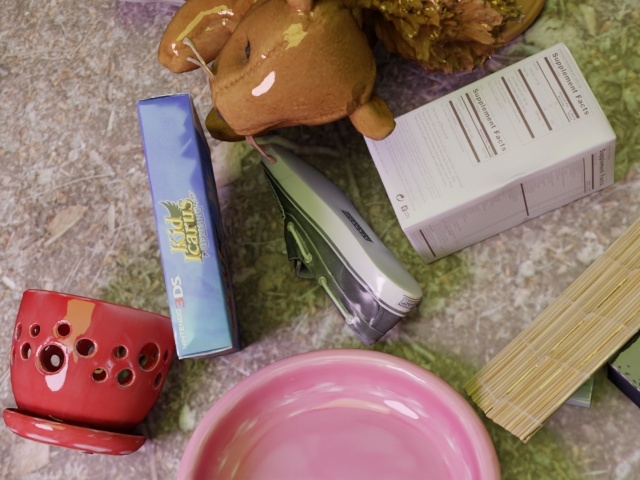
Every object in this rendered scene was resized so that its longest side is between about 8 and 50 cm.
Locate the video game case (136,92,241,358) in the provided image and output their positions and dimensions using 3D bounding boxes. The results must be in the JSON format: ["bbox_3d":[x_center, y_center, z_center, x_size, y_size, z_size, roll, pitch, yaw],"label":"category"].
[{"bbox_3d":[-0.141,-0.002,0.977,0.061,0.244,0.269,-10,83,-3],"label":"video game case"}]

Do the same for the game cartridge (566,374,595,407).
[{"bbox_3d":[0.275,0.139,0.946,0.056,0.017,0.083,6,73,24],"label":"game cartridge"}]

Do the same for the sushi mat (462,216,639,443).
[{"bbox_3d":[0.291,0.078,0.908,0.316,0.151,0.019,-44,109,-1],"label":"sushi mat"}]

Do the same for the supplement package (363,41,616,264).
[{"bbox_3d":[0.196,-0.094,0.988,0.244,0.139,0.133,-24,66,8],"label":"supplement package"}]

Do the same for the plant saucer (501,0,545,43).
[{"bbox_3d":[0.195,-0.338,1.120,0.200,0.037,0.199,-6,69,18],"label":"plant saucer"}]

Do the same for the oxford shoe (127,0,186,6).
[{"bbox_3d":[-0.147,-0.385,1.223,0.450,0.130,0.169,10,45,8],"label":"oxford shoe"}]

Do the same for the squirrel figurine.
[{"bbox_3d":[0.013,-0.256,0.954,0.397,0.281,0.370,-25,23,0],"label":"squirrel figurine"}]

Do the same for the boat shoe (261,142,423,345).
[{"bbox_3d":[0.000,0.000,1.043,0.102,0.108,0.301,-50,58,17],"label":"boat shoe"}]

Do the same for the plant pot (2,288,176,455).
[{"bbox_3d":[-0.281,0.159,1.030,0.191,0.191,0.174,8,77,21],"label":"plant pot"}]

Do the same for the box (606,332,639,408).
[{"bbox_3d":[0.401,0.132,0.862,0.156,0.093,0.158,-43,65,-1],"label":"box"}]

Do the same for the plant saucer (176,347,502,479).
[{"bbox_3d":[0.019,0.266,0.894,0.332,0.084,0.332,-4,45,4],"label":"plant saucer"}]
